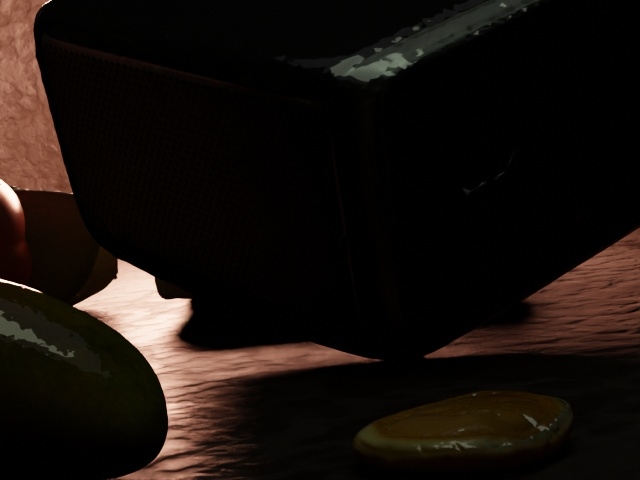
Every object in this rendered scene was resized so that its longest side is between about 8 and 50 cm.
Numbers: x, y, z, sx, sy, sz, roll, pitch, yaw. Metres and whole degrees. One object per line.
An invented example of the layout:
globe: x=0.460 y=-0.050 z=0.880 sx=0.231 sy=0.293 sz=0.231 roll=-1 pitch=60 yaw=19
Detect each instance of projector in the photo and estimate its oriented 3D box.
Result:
projector: x=0.045 y=-0.113 z=1.291 sx=0.395 sy=0.242 sz=0.405 roll=-29 pitch=31 yaw=-33

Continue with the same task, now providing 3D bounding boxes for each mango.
mango: x=-0.226 y=0.075 z=0.875 sx=0.289 sy=0.129 sz=0.146 roll=2 pitch=2 yaw=-8

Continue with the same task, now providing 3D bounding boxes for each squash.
squash: x=-0.305 y=0.006 z=1.571 sx=0.237 sy=0.204 sz=0.155 roll=4 pitch=29 yaw=3

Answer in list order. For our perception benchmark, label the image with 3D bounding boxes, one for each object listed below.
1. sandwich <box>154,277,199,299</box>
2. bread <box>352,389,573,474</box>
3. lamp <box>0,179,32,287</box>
sandwich: x=0.000 y=0.000 z=1.547 sx=0.301 sy=0.099 sz=0.271 roll=-5 pitch=4 yaw=4
bread: x=0.070 y=0.094 z=0.816 sx=0.110 sy=0.024 sz=0.110 roll=-6 pitch=4 yaw=0
lamp: x=-0.336 y=0.009 z=1.399 sx=0.187 sy=0.188 sz=0.164 roll=-7 pitch=8 yaw=-6
